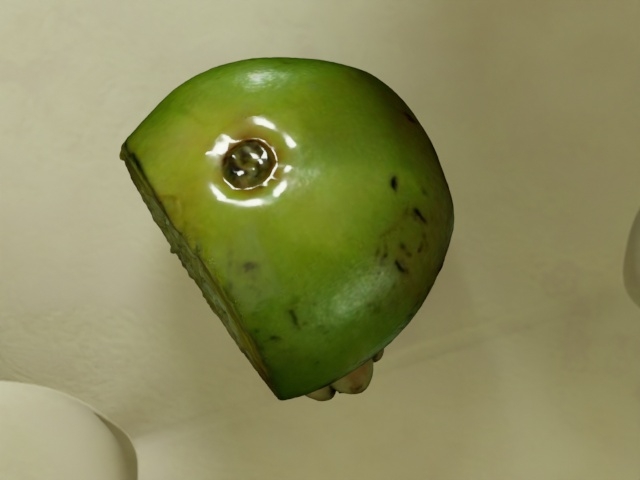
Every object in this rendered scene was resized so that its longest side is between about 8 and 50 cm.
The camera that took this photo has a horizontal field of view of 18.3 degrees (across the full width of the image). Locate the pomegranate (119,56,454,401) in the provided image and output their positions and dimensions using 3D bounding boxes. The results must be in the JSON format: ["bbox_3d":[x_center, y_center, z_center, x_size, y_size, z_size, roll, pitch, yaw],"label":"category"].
[{"bbox_3d":[0.003,0.001,1.149,0.159,0.190,0.241,-30,112,-8],"label":"pomegranate"}]
